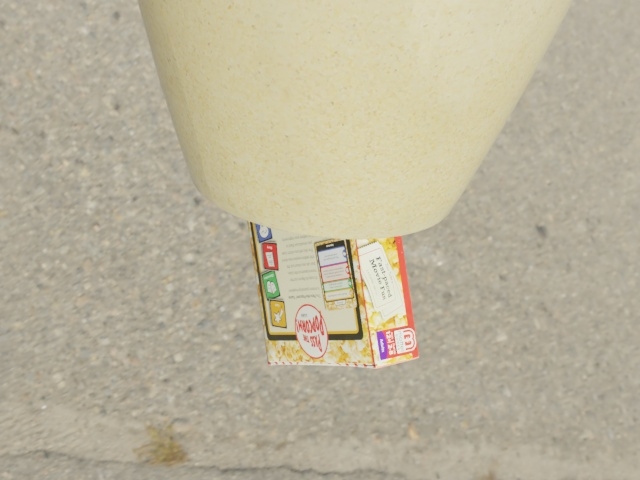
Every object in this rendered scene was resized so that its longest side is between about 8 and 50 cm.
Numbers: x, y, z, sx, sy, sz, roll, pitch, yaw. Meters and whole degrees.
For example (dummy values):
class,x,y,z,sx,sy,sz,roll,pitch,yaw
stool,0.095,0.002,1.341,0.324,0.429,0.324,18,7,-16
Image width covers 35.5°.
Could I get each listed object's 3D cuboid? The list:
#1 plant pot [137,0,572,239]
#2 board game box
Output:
class,x,y,z,sx,sy,sz,roll,pitch,yaw
plant pot,0.016,-0.149,0.425,0.256,0.257,0.273,-23,128,-49
board game box,0.000,0.000,0.777,0.045,0.147,0.193,-8,90,-36
